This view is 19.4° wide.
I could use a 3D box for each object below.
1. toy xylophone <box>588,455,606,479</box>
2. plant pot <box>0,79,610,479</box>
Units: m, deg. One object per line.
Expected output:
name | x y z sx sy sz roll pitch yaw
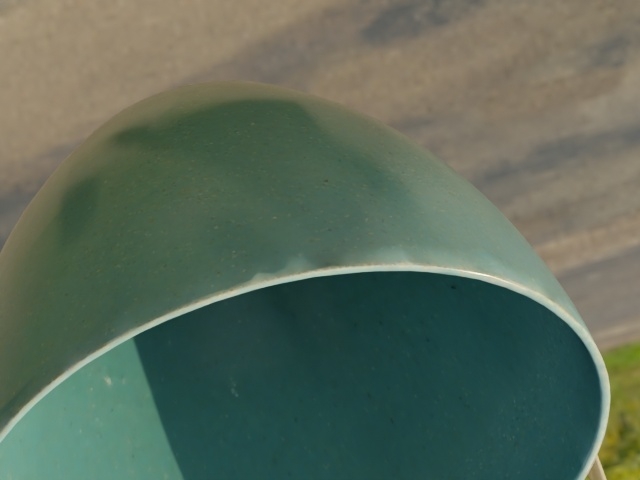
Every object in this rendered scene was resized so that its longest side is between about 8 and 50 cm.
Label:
toy xylophone | 0.099 0.193 1.413 0.236 0.322 0.081 -10 138 4
plant pot | -0.036 0.040 0.874 0.290 0.195 0.290 -11 139 -10
